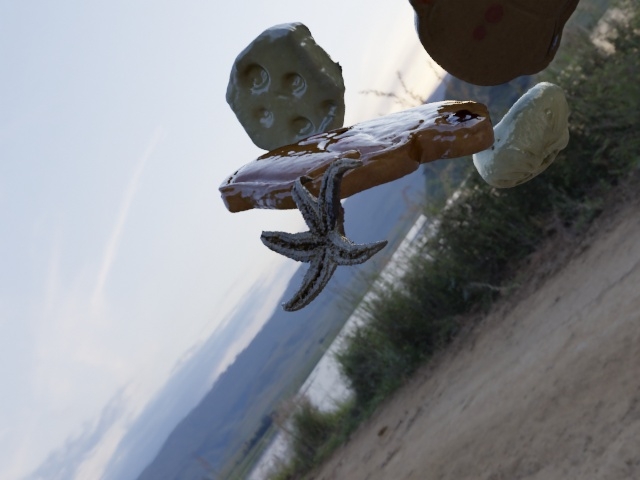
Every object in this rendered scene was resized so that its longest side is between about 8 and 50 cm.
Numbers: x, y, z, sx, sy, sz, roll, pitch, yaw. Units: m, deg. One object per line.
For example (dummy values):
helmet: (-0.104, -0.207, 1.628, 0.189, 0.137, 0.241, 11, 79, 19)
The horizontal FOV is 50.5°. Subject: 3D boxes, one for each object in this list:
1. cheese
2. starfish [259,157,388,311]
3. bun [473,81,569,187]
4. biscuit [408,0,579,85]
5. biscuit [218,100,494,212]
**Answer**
cheese: (-0.082, -0.377, 1.702, 0.115, 0.317, 0.327, -52, -24, -55)
starfish: (0.006, 0.000, 0.848, 0.056, 0.238, 0.213, 4, -79, -40)
bun: (0.466, -0.224, 1.555, 0.259, 0.160, 0.259, -45, -2, -2)
biscuit: (0.343, -0.485, 1.274, 0.381, 0.358, 0.074, -54, 25, 24)
biscuit: (0.052, -0.144, 1.105, 0.455, 0.078, 0.349, -20, 13, -11)
